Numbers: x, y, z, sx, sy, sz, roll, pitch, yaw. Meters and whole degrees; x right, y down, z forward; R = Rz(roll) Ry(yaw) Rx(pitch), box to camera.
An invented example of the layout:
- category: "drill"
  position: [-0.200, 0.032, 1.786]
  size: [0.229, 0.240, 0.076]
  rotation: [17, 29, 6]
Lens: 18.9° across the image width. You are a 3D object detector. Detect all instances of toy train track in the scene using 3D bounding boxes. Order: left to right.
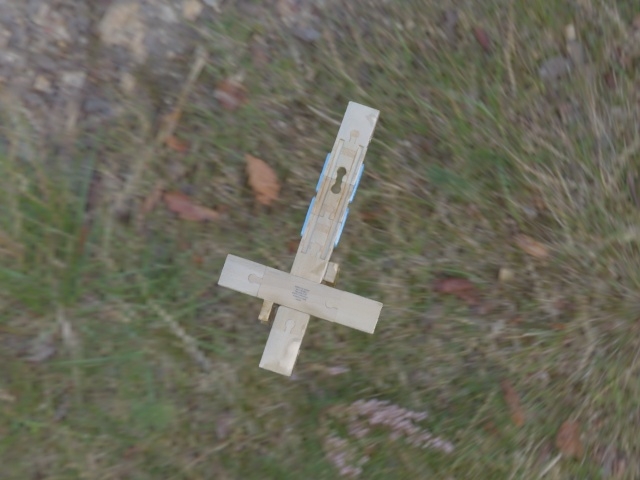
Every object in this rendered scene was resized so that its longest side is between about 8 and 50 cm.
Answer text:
- category: "toy train track"
  position: [0.000, 0.000, 0.571]
  size: [0.048, 0.014, 0.083]
  rotation: [18, 82, 5]
